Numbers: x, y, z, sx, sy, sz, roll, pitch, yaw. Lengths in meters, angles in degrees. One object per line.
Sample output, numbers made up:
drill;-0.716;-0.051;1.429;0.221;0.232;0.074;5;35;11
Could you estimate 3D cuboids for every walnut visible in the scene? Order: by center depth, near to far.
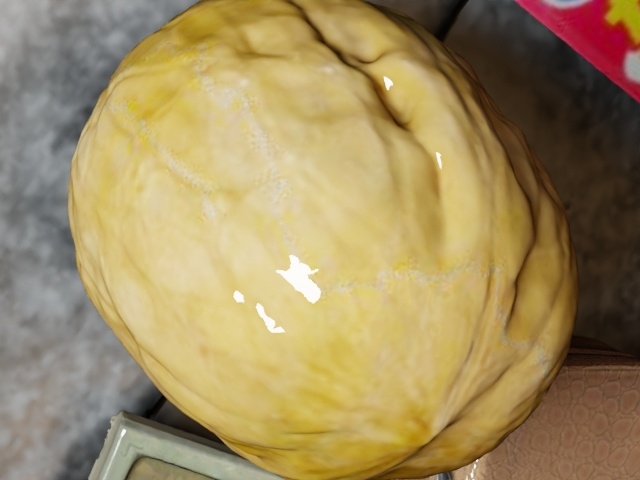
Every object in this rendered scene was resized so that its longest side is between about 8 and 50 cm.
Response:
walnut;0.000;0.000;0.756;0.195;0.222;0.195;-18;137;-18

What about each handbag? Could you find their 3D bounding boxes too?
handbag;0.099;0.143;0.938;0.151;0.072;0.193;9;99;-32

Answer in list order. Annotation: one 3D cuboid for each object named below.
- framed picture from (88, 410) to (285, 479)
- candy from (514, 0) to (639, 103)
framed picture;0.008;0.231;0.872;0.315;0.024;0.232;21;99;-19
candy;0.179;-0.139;0.841;0.157;0.100;0.306;-46;134;13
